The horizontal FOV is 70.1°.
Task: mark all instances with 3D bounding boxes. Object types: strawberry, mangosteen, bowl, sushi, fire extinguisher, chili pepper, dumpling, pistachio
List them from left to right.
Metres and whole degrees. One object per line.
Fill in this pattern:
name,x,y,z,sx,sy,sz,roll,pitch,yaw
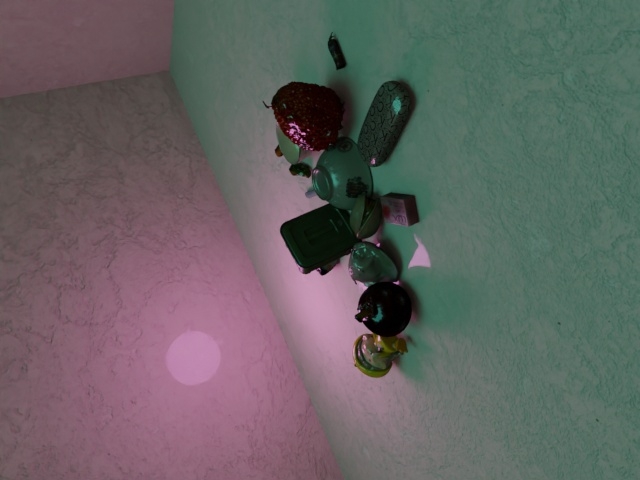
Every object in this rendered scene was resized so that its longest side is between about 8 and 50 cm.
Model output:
chili pepper,-0.121,-0.361,2.348,0.204,0.072,0.073,23,131,56
bowl,-0.105,-0.488,2.158,0.238,0.126,0.238,43,145,42
strawberry,-0.075,-0.509,1.807,0.292,0.343,0.292,-13,71,41
sushi,-0.006,0.069,2.376,0.225,0.136,0.126,63,163,2
bowl,0.062,-0.264,1.963,0.337,0.157,0.337,44,145,44
fire extinguisher,0.058,-0.728,1.757,0.056,0.039,0.132,-22,89,56
pistachio,0.186,-0.098,1.875,0.129,0.131,0.206,15,135,6
dumpling,0.221,0.095,1.953,0.293,0.204,0.163,81,-173,-49
mangosteen,0.242,0.285,1.884,0.235,0.261,0.235,5,96,49

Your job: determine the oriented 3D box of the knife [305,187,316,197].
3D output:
knife,-0.039,-0.247,2.330,0.162,0.023,0.044,-10,95,65

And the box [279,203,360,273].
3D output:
box,0.000,0.000,2.117,0.253,0.328,0.178,60,166,22

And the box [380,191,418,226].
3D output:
box,0.296,-0.118,1.722,0.156,0.060,0.111,17,125,60

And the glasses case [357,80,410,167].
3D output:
glasses case,0.218,-0.405,1.623,0.137,0.085,0.355,60,153,21

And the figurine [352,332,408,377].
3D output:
figurine,0.274,0.507,2.110,0.215,0.187,0.344,68,151,23

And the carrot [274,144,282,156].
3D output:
carrot,-0.182,-0.504,2.374,0.070,0.070,0.260,68,158,3
